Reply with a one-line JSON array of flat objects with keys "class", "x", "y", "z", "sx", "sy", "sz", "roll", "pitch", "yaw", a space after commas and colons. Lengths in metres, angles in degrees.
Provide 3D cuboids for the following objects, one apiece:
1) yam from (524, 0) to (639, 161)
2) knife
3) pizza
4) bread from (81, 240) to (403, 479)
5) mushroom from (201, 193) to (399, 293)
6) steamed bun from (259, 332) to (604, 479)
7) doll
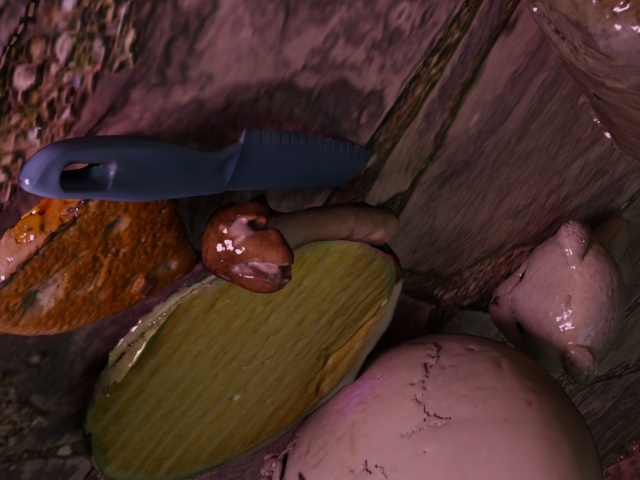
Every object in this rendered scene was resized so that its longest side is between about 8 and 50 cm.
[{"class": "yam", "x": 0.230, "y": -0.157, "z": 0.535, "sx": 0.195, "sy": 0.195, "sz": 0.300, "roll": -44, "pitch": 152, "yaw": 11}, {"class": "knife", "x": -0.046, "y": -0.045, "z": 0.514, "sx": 0.313, "sy": 0.019, "sz": 0.044, "roll": -7, "pitch": 124, "yaw": -60}, {"class": "pizza", "x": -0.127, "y": -0.003, "z": 0.495, "sx": 0.178, "sy": 0.041, "sz": 0.131, "roll": -23, "pitch": 145, "yaw": -41}, {"class": "bread", "x": -0.063, "y": 0.098, "z": 0.727, "sx": 0.301, "sy": 0.045, "sz": 0.301, "roll": -28, "pitch": 148, "yaw": -20}, {"class": "mushroom", "x": 0.000, "y": 0.000, "z": 0.598, "sx": 0.187, "sy": 0.061, "sz": 0.060, "roll": -6, "pitch": 151, "yaw": -46}, {"class": "steamed bun", "x": 0.097, "y": 0.224, "z": 0.864, "sx": 0.312, "sy": 0.334, "sz": 0.233, "roll": -47, "pitch": 119, "yaw": 2}, {"class": "doll", "x": 0.287, "y": 0.065, "z": 1.032, "sx": 0.149, "sy": 0.175, "sz": 0.278, "roll": -8, "pitch": 176, "yaw": 28}]
